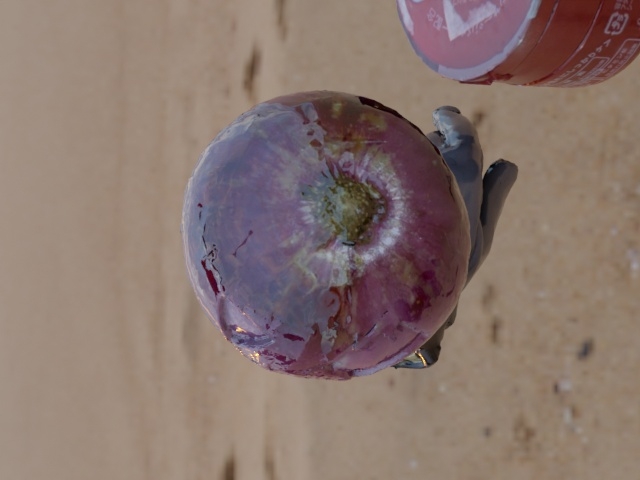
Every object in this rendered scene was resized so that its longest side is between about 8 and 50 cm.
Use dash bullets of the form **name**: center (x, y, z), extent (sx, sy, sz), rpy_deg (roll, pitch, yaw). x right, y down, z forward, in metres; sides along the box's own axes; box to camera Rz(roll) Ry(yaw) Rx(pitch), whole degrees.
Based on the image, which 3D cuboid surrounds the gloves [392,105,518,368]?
- **gloves**: center (0.095, -0.010, 1.592), extent (0.119, 0.142, 0.285), rpy_deg (106, 175, -47)

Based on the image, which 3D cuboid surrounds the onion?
- **onion**: center (0.002, -0.004, 1.098), extent (0.153, 0.177, 0.177), rpy_deg (-1, 86, 59)

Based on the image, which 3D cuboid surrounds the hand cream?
- **hand cream**: center (0.180, -0.239, 1.555), extent (0.230, 0.149, 0.230), rpy_deg (-8, 80, 58)
